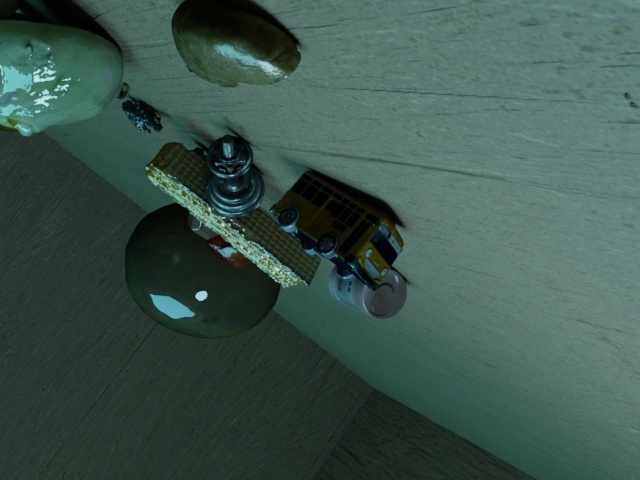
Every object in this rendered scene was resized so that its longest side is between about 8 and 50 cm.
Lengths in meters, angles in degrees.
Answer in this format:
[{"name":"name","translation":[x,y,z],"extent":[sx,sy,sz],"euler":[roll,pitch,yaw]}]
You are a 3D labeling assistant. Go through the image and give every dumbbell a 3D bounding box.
[{"name":"dumbbell","translation":[-0.272,-0.086,1.913],"extent":[0.082,0.092,0.231],"euler":[2,-154,-26]},{"name":"dumbbell","translation":[-0.156,-0.123,1.506],"extent":[0.110,0.110,0.254],"euler":[34,164,10]}]

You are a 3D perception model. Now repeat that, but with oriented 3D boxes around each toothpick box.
[{"name":"toothpick box","translation":[0.090,0.092,1.671],"extent":[0.098,0.098,0.149],"euler":[40,169,-24]}]

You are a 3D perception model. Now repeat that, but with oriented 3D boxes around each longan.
[{"name":"longan","translation":[-0.299,0.072,2.177],"extent":[0.404,0.336,0.404],"euler":[19,-164,-6]}]

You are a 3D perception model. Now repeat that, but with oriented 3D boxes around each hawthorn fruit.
[{"name":"hawthorn fruit","translation":[-0.202,-0.019,1.969],"extent":[0.172,0.148,0.148],"euler":[28,170,0]}]

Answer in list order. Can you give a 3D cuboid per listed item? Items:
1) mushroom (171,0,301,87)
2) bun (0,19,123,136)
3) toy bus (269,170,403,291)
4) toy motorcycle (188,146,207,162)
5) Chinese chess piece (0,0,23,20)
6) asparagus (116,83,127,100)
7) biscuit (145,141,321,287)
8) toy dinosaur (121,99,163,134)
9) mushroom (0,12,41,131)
[{"name":"mushroom","translation":[-0.116,-0.226,0.967],"extent":[0.209,0.072,0.094],"euler":[27,158,40]},{"name":"bun","translation":[-0.472,-0.261,1.427],"extent":[0.283,0.179,0.283],"euler":[5,-176,0]},{"name":"toy bus","translation":[0.030,-0.017,1.323],"extent":[0.201,0.114,0.098],"euler":[34,171,40]},{"name":"toy motorcycle","translation":[-0.223,-0.123,1.768],"extent":[0.122,0.080,0.215],"euler":[31,172,19]},{"name":"Chinese chess piece","translation":[-0.599,-0.459,1.392],"extent":[0.250,0.101,0.250],"euler":[34,171,6]},{"name":"asparagus","translation":[-0.396,-0.295,1.717],"extent":[0.018,0.015,0.127],"euler":[47,167,-11]},{"name":"biscuit","translation":[-0.164,-0.046,1.645],"extent":[0.378,0.094,0.054],"euler":[39,133,-11]},{"name":"toy dinosaur","translation":[-0.355,-0.247,1.715],"extent":[0.154,0.049,0.055],"euler":[33,168,42]},{"name":"mushroom","translation":[-0.575,-0.319,1.620],"extent":[0.153,0.253,0.253],"euler":[-28,123,38]}]
